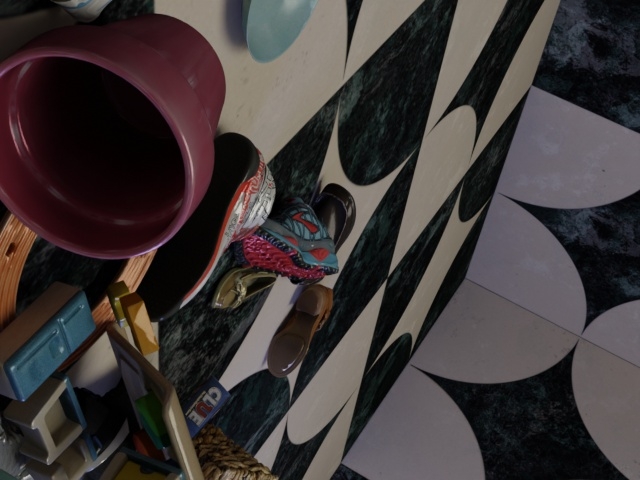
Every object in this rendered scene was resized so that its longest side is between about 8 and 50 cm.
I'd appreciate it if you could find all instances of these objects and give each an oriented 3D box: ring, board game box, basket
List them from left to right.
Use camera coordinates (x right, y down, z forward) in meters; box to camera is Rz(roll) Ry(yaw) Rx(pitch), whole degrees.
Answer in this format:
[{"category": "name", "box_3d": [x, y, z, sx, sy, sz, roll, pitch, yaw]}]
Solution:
[{"category": "ring", "box_3d": [-0.263, 0.006, 1.104, 0.336, 0.032, 0.336, -55, 162, -27]}, {"category": "board game box", "box_3d": [-0.240, 0.297, 1.451, 0.243, 0.042, 0.165, -40, -175, 47]}, {"category": "basket", "box_3d": [-0.254, 0.444, 1.653, 0.213, 0.223, 0.299, 26, 94, -54]}]

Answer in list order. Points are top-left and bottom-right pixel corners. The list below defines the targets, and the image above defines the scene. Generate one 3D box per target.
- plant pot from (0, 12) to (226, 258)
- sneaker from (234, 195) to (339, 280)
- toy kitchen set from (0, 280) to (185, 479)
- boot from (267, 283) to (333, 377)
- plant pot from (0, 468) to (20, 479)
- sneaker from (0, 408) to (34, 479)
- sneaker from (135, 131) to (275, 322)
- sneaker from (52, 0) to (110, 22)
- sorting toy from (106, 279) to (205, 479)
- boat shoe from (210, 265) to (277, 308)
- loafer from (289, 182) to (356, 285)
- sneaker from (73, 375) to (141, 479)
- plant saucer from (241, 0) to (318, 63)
[{"category": "plant pot", "box_3d": [-0.174, -0.111, 0.913, 0.180, 0.201, 0.201, -62, 171, -55]}, {"category": "sneaker", "box_3d": [-0.063, -0.013, 1.640, 0.262, 0.104, 0.125, 26, 54, -62]}, {"category": "toy kitchen set", "box_3d": [-0.222, 0.173, 1.053, 0.122, 0.166, 0.207, -52, 146, -41]}, {"category": "boot", "box_3d": [-0.031, 0.181, 2.067, 0.197, 0.073, 0.152, -62, 169, 8]}, {"category": "plant pot", "box_3d": [-0.356, 0.326, 0.900, 0.293, 0.293, 0.235, 99, 12, -49]}, {"category": "sneaker", "box_3d": [-0.336, 0.205, 1.104, 0.228, 0.086, 0.132, -40, 151, -51]}, {"category": "sneaker", "box_3d": [-0.145, -0.001, 1.353, 0.270, 0.090, 0.145, -63, 162, -8]}, {"category": "sneaker", "box_3d": [-0.169, -0.270, 0.891, 0.191, 0.071, 0.083, -51, 169, -8]}, {"category": "sorting toy", "box_3d": [-0.198, 0.181, 1.158, 0.041, 0.229, 0.307, -23, 116, -19]}, {"category": "boat shoe", "box_3d": [-0.122, 0.074, 1.630, 0.153, 0.048, 0.056, -31, 146, -62]}, {"category": "loafer", "box_3d": [0.000, 0.000, 1.836, 0.078, 0.080, 0.220, -40, 153, -55]}, {"category": "sneaker", "box_3d": [-0.275, 0.210, 1.323, 0.079, 0.121, 0.217, -31, -152, 19]}, {"category": "plant saucer", "box_3d": [-0.049, -0.311, 1.238, 0.195, 0.037, 0.195, -55, 163, -26]}]
